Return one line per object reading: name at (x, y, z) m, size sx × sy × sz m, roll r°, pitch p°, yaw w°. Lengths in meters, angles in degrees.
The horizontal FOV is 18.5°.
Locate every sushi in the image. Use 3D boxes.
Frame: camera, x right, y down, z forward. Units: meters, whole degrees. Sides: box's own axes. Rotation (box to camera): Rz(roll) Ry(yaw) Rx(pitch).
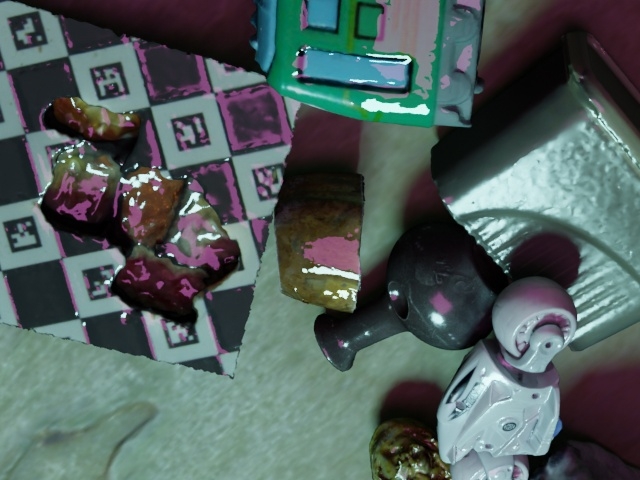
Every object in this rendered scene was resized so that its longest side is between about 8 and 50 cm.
sushi at (-0.181, -0.048, 1.724) m, size 0.292 × 0.059 × 0.294 m, roll 14°, pitch 110°, yaw 2°

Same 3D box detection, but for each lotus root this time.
lotus root at (0.000, 0.003, 1.737) m, size 0.081 × 0.122 × 0.112 m, roll -2°, pitch 123°, yaw -1°

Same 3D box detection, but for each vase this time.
vase at (0.077, 0.059, 1.781) m, size 0.183 × 0.120 × 0.120 m, roll -29°, pitch 113°, yaw 26°

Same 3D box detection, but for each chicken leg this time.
chicken leg at (0.103, 0.269, 1.872) m, size 0.088 × 0.103 × 0.227 m, roll -23°, pitch 118°, yaw -16°

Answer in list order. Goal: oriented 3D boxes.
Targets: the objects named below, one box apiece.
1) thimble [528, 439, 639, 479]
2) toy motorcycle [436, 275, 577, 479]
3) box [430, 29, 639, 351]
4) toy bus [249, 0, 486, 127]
thimble at (0.270, 0.315, 1.840) m, size 0.245 × 0.217 × 0.157 m, roll 42°, pitch 105°, yaw 2°
toy motorcycle at (0.157, 0.138, 1.739) m, size 0.112 × 0.112 × 0.254 m, roll 6°, pitch 129°, yaw -6°
box at (0.240, -0.031, 1.742) m, size 0.178 × 0.138 × 0.274 m, roll -34°, pitch 112°, yaw 20°
toy bus at (0.049, -0.272, 1.591) m, size 0.200 × 0.183 × 0.343 m, roll 5°, pitch 112°, yaw 0°
